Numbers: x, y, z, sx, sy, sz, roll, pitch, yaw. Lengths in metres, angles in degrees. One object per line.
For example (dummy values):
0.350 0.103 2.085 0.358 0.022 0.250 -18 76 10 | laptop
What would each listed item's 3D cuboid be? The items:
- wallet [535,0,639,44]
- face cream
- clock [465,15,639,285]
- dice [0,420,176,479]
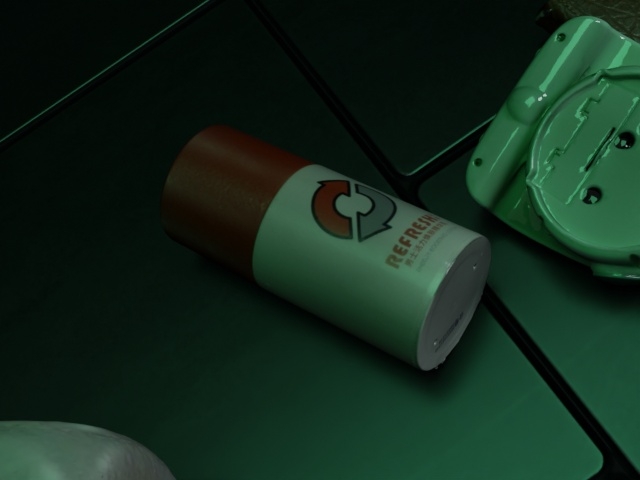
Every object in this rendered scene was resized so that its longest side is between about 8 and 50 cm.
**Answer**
0.278 -0.114 0.737 0.133 0.039 0.243 -35 61 -8 | wallet
0.000 0.000 0.728 0.214 0.096 0.096 25 75 25 | face cream
0.202 -0.047 0.689 0.188 0.060 0.148 35 98 29 | clock
-0.183 0.220 0.624 0.192 0.193 0.194 -9 65 10 | dice
